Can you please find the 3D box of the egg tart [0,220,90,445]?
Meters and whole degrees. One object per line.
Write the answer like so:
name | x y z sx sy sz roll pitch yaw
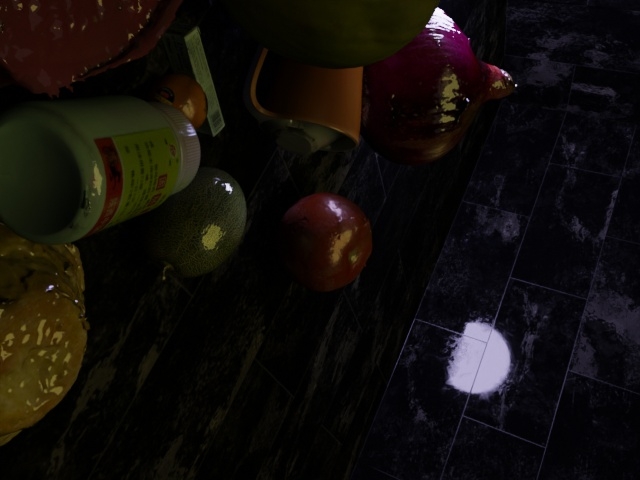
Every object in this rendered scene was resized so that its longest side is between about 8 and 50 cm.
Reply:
egg tart | -0.338 0.109 0.605 0.295 0.116 0.295 -51 150 -45

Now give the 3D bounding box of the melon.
melon | -0.181 -0.022 0.836 0.139 0.139 0.192 77 32 -49

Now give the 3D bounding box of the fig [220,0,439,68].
fig | 0.000 -0.393 0.800 0.343 0.343 0.343 -47 145 -47

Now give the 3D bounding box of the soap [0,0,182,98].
soap | -0.255 -0.249 0.558 0.289 0.112 0.182 -47 140 -45

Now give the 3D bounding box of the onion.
onion | 0.256 -0.345 1.301 0.348 0.385 0.347 174 -90 -80

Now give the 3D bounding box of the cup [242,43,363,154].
cup | -0.020 -0.290 1.026 0.226 0.182 0.264 15 84 -36

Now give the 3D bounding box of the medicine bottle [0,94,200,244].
medicine bottle | -0.236 -0.087 0.638 0.225 0.139 0.139 -46 147 -68

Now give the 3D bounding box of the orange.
orange | -0.192 -0.181 0.782 0.083 0.083 0.083 -47 145 -47

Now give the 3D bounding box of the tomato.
tomato | 0.000 0.000 1.203 0.208 0.184 0.208 -34 137 -40

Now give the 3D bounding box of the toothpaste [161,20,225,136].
toothpaste | -0.177 -0.223 0.827 0.034 0.046 0.164 -54 151 -34
